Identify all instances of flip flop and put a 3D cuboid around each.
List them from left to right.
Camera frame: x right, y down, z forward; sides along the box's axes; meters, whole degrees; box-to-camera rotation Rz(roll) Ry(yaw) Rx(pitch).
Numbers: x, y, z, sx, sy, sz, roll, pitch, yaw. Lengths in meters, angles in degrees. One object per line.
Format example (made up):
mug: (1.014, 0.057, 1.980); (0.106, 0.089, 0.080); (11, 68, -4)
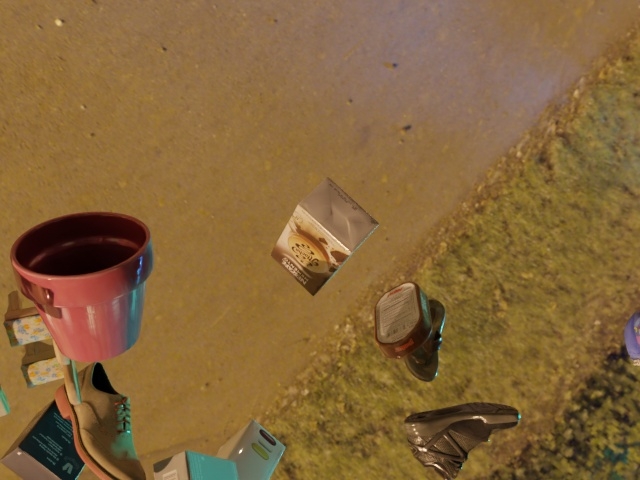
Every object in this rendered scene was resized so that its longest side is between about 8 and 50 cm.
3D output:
flip flop: (0.330, 0.294, 1.837); (0.080, 0.112, 0.277); (109, 2, -59)

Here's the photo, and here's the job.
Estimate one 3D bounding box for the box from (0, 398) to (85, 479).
box: (-0.639, 0.497, 1.439); (0.093, 0.158, 0.156); (-36, 106, 26)

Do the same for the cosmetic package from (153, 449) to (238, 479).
cosmetic package: (-0.289, 0.592, 1.444); (0.107, 0.127, 0.238); (-27, 149, 13)

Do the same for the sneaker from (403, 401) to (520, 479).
sneaker: (0.288, 0.398, 1.198); (0.227, 0.087, 0.130); (-11, 91, -2)

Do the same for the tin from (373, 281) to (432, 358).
tin: (0.150, 0.142, 1.111); (0.106, 0.190, 0.040); (-27, 112, 16)

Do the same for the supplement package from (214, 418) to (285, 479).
supplement package: (-0.258, 0.714, 1.824); (0.204, 0.145, 0.262); (-47, -177, 30)

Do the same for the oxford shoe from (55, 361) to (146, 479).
oxford shoe: (-0.488, 0.423, 1.385); (0.130, 0.348, 0.123); (-46, 152, -1)

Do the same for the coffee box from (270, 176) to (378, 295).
coffee box: (0.000, 0.000, 1.498); (0.119, 0.168, 0.297); (-45, 175, -30)

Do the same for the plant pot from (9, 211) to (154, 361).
plant pot: (-0.353, 0.078, 0.930); (0.201, 0.201, 0.180); (-20, 126, -34)

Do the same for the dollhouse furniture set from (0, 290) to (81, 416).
dollhouse furniture set: (-0.579, 0.203, 0.912); (0.362, 0.256, 0.394); (-11, 138, -21)

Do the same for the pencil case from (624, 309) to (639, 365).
pencil case: (0.632, 0.167, 1.028); (0.133, 0.119, 0.306); (-46, 170, -7)
